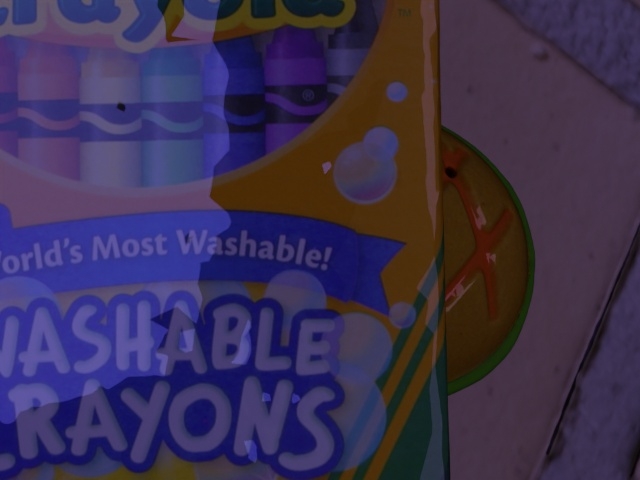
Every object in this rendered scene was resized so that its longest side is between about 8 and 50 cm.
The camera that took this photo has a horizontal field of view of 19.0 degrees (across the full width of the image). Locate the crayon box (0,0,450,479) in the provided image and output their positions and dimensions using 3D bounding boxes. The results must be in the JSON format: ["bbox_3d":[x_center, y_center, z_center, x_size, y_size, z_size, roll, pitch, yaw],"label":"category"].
[{"bbox_3d":[-0.057,-0.007,0.695,0.203,0.083,0.323,-2,83,2],"label":"crayon box"}]

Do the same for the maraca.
[{"bbox_3d":[0.000,0.000,0.780,0.185,0.099,0.127,13,72,-12],"label":"maraca"}]
